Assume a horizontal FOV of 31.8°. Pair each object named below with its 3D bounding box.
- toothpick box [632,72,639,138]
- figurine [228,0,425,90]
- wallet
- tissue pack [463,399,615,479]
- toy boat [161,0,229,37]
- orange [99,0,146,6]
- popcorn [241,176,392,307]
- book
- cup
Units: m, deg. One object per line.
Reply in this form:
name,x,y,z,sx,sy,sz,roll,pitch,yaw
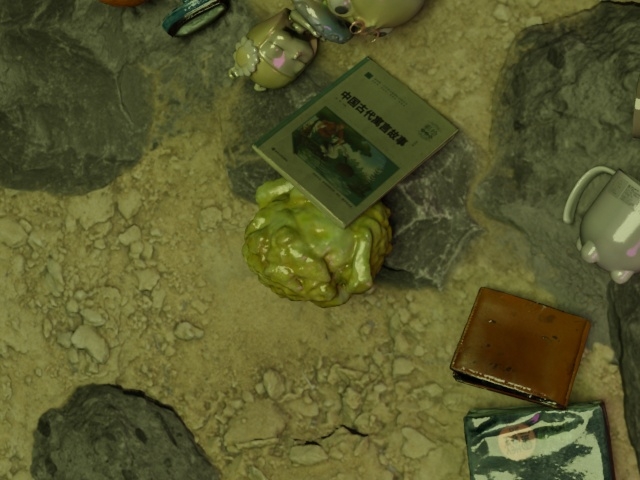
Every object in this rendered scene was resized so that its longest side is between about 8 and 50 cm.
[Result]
toothpick box,0.574,-0.200,1.708,0.181,0.111,0.111,7,94,19
figurine,-0.004,-0.401,1.883,0.394,0.227,0.274,-41,48,26
wallet,0.322,0.174,1.809,0.196,0.042,0.161,15,71,22
tissue pack,0.362,0.421,1.805,0.228,0.103,0.315,-8,89,19
toy boat,-0.224,-0.408,1.996,0.137,0.060,0.060,-31,57,18
orange,-0.352,-0.499,1.976,0.178,0.155,0.177,4,73,-13
popcorn,0.000,0.000,1.845,0.256,0.195,0.255,-19,56,-15
book,0.058,-0.164,1.834,0.215,0.025,0.283,41,62,13
cup,0.457,-0.029,1.742,0.173,0.134,0.142,39,105,12
